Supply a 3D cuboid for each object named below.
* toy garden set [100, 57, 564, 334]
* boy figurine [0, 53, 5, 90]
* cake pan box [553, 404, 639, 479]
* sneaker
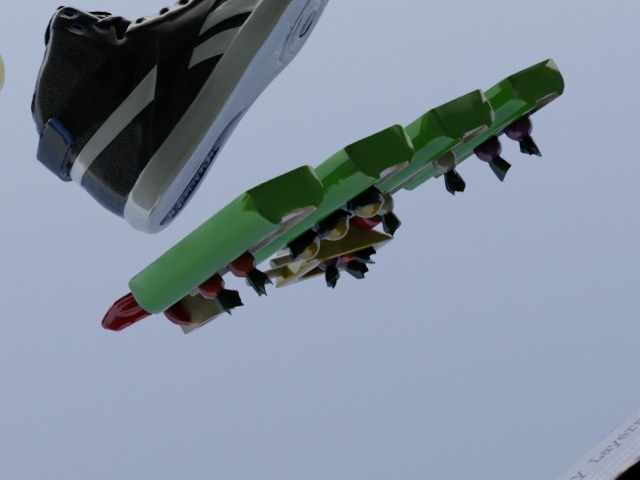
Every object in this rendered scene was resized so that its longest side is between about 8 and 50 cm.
[{"bbox_3d":[0.000,0.000,0.889,0.244,0.204,0.049,-26,-96,-44],"label":"toy garden set"},{"bbox_3d":[-0.348,-0.094,1.090,0.285,0.177,0.092,-18,-95,-12],"label":"boy figurine"},{"bbox_3d":[0.241,0.129,0.940,0.267,0.246,0.070,-37,-84,-20],"label":"cake pan box"},{"bbox_3d":[-0.084,-0.122,0.956,0.121,0.079,0.217,32,-104,10],"label":"sneaker"}]
